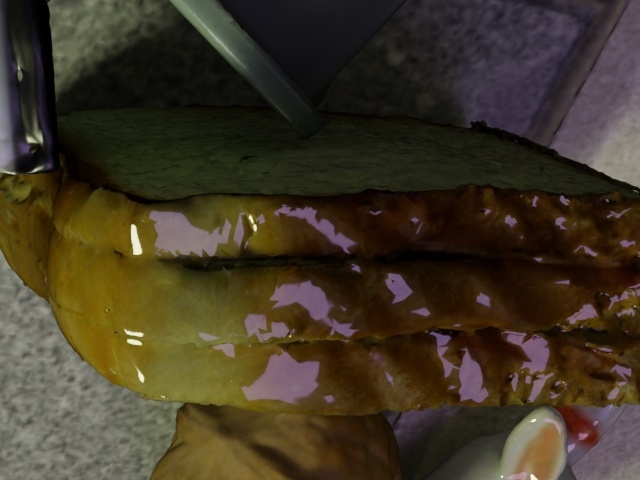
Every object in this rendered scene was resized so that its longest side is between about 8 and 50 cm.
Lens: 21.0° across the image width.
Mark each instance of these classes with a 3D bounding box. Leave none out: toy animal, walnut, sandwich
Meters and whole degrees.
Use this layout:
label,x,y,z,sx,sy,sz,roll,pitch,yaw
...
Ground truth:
label,x,y,z,sx,sy,sz,roll,pitch,yaw
toy animal,0.106,0.193,1.077,0.282,0.138,0.140,-34,175,14
walnut,-0.023,0.148,0.995,0.166,0.149,0.166,-29,136,-33
sandwich,0.000,0.000,0.779,0.271,0.301,0.099,-3,103,-18

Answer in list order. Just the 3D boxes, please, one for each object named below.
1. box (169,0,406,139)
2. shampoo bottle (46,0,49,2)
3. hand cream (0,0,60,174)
label,x,y,z,sx,sy,sz,roll,pitch,yaw
box,-0.043,-0.177,0.720,0.135,0.163,0.243,-42,129,3
shampoo bottle,-0.233,-0.072,0.763,0.284,0.101,0.101,-40,130,13
hand cream,-0.271,-0.086,0.693,0.336,0.076,0.121,0,100,6
